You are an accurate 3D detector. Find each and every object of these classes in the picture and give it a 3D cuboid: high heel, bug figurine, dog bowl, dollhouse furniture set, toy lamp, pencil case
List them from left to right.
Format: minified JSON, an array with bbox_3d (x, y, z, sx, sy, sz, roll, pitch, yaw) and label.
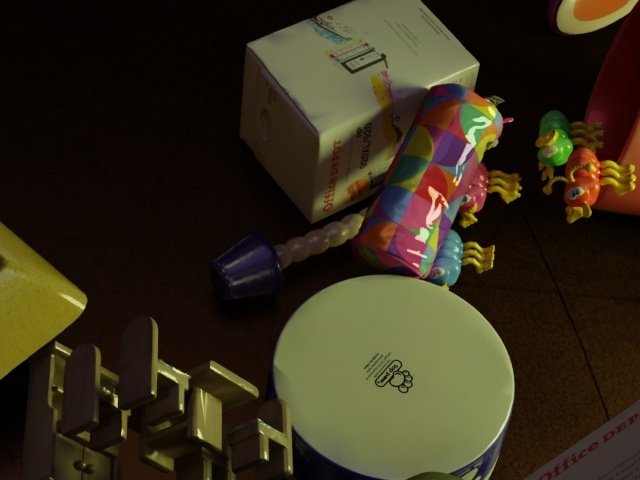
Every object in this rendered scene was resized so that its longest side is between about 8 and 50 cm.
[{"bbox_3d":[-0.179,0.161,1.562,0.242,0.212,0.161,-25,48,28],"label":"dollhouse furniture set"},{"bbox_3d":[0.000,0.000,1.809,0.274,0.080,0.080,-21,58,-24],"label":"toy lamp"},{"bbox_3d":[0.072,0.170,1.668,0.264,0.104,0.265,3,53,-4],"label":"dog bowl"},{"bbox_3d":[0.126,-0.066,1.751,0.104,0.104,0.236,27,77,13],"label":"pencil case"},{"bbox_3d":[0.221,-0.053,1.776,0.072,0.279,0.216,45,30,-23],"label":"bug figurine"},{"bbox_3d":[0.390,-0.418,2.177,0.181,0.127,0.377,18,51,44],"label":"high heel"}]

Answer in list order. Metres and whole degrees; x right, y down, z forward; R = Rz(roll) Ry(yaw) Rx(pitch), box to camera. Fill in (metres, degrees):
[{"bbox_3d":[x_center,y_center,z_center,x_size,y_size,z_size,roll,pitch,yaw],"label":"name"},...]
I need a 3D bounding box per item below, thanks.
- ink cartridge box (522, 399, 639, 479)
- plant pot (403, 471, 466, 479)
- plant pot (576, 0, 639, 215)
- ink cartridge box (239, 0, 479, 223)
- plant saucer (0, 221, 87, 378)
[{"bbox_3d":[0.333,0.305,1.436,0.197,0.198,0.270,47,17,-19],"label":"ink cartridge box"},{"bbox_3d":[0.065,0.357,1.452,0.276,0.276,0.254,38,46,21],"label":"plant pot"},{"bbox_3d":[0.466,-0.136,1.867,0.243,0.275,0.275,18,52,-6],"label":"plant pot"},{"bbox_3d":[0.042,-0.167,1.878,0.232,0.171,0.168,-26,59,-22],"label":"ink cartridge box"},{"bbox_3d":[-0.471,0.056,1.614,0.332,0.081,0.333,-39,57,-23],"label":"plant saucer"}]
